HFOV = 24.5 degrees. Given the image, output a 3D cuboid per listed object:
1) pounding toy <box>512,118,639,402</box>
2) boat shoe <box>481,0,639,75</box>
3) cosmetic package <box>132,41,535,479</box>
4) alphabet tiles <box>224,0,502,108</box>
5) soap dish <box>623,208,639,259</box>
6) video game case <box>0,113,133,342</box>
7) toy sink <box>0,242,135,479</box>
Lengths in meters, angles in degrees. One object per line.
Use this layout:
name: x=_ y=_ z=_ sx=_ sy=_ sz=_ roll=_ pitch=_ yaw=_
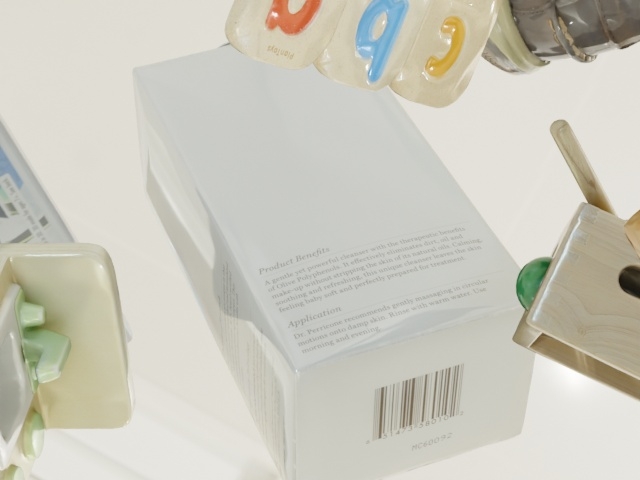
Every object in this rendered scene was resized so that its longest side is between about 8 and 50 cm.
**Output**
pounding toy: x=0.163 y=0.021 z=0.792 sx=0.100 sy=0.141 sz=0.130 roll=-64 pitch=173 yaw=-7
boat shoe: x=0.150 y=-0.267 z=0.797 sx=0.132 sy=0.130 sz=0.355 roll=-4 pitch=96 yaw=-61
cosmetic package: x=0.000 y=0.000 z=1.149 sx=0.365 sy=0.197 sz=0.155 roll=-120 pitch=-158 yaw=-44
alphabet tiles: x=0.061 y=-0.196 z=0.618 sx=0.284 sy=0.021 sz=0.278 roll=6 pitch=109 yaw=-54
soap dish: x=0.286 y=0.006 z=0.525 sx=0.291 sy=0.229 sz=0.118 roll=-35 pitch=-159 yaw=0
video game case: x=-0.345 y=0.038 z=1.164 sx=0.300 sy=0.329 sz=0.036 roll=-28 pitch=-137 yaw=-4
toy sink: x=-0.254 y=0.100 z=0.967 sx=0.131 sy=0.234 sz=0.152 roll=-82 pitch=171 yaw=-56
